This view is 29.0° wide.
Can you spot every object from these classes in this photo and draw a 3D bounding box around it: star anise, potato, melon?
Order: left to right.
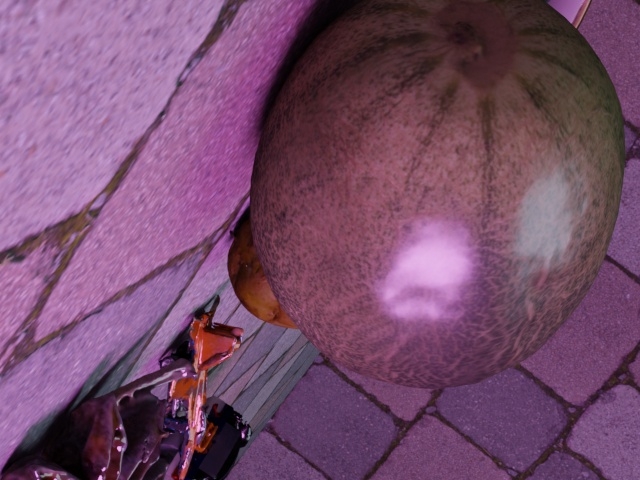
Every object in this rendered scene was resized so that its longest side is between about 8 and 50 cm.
[{"bbox_3d":[-0.178,0.201,0.965,0.230,0.081,0.262,59,44,-55],"label":"star anise"},{"bbox_3d":[0.000,0.000,1.058,0.176,0.137,0.137,-52,175,-20],"label":"potato"},{"bbox_3d":[0.076,-0.035,0.836,0.248,0.248,0.329,-49,163,-28],"label":"melon"}]

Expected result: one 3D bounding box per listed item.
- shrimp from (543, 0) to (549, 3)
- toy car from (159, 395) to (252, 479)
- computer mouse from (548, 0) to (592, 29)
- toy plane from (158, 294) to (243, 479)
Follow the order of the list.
[{"bbox_3d":[0.161,-0.243,0.956,0.221,0.110,0.445,-30,156,-49],"label":"shrimp"},{"bbox_3d":[-0.184,0.311,1.546,0.193,0.118,0.301,-58,179,-43],"label":"toy car"},{"bbox_3d":[0.220,-0.233,1.123,0.126,0.056,0.245,-71,-177,-68],"label":"computer mouse"},{"bbox_3d":[-0.129,0.146,1.190,0.188,0.062,0.135,-68,172,21],"label":"toy plane"}]
